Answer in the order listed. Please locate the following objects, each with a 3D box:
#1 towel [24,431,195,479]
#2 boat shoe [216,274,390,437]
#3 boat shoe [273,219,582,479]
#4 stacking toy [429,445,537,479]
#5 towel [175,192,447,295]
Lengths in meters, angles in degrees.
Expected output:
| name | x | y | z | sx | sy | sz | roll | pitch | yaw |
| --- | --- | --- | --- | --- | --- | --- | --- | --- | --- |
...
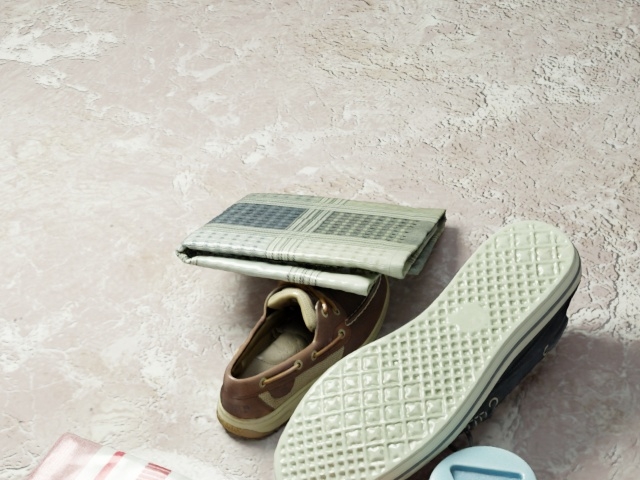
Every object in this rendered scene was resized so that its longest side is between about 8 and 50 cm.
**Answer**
| name | x | y | z | sx | sy | sz | roll | pitch | yaw |
| --- | --- | --- | --- | --- | --- | --- | --- | --- | --- |
| towel | -0.236 | 0.369 | 2.039 | 0.329 | 0.037 | 0.237 | 17 | 45 | 20 |
| boat shoe | -0.020 | 0.115 | 2.229 | 0.123 | 0.123 | 0.342 | 26 | 49 | 29 |
| boat shoe | 0.149 | 0.179 | 2.130 | 0.187 | 0.156 | 0.500 | 36 | 67 | 30 |
| stacking toy | 0.149 | 0.374 | 1.924 | 0.309 | 0.130 | 0.279 | -21 | 44 | -17 |
| towel | 0.000 | 0.000 | 2.333 | 0.324 | 0.056 | 0.312 | 5 | 16 | 15 |
